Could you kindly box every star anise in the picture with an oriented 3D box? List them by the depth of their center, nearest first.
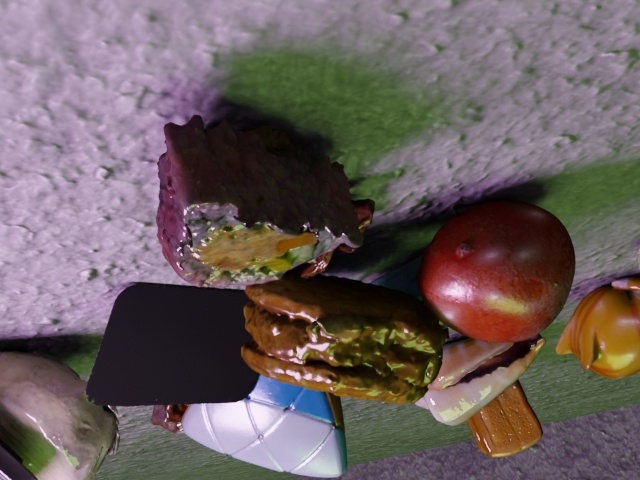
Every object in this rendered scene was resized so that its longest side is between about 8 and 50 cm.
[{"bbox_3d":[0.000,0.000,1.003,0.097,0.070,0.191,-10,165,-8],"label":"star anise"},{"bbox_3d":[-0.162,0.260,1.632,0.220,0.099,0.214,-7,175,-24],"label":"star anise"}]

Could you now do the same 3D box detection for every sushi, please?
[{"bbox_3d":[-0.080,-0.025,0.819,0.161,0.108,0.241,-25,162,32],"label":"sushi"}]

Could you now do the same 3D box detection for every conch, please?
[{"bbox_3d":[0.269,0.217,1.728,0.255,0.127,0.158,-35,126,6],"label":"conch"}]

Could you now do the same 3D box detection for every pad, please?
[{"bbox_3d":[-0.204,0.192,1.257,0.250,0.055,0.323,7,129,-41],"label":"pad"}]

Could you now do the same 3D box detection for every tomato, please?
[{"bbox_3d":[0.196,0.034,1.054,0.167,0.167,0.167,-9,161,-3],"label":"tomato"}]

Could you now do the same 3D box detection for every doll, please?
[{"bbox_3d":[0.516,0.134,1.516,0.269,0.162,0.166,2,175,-5],"label":"doll"}]

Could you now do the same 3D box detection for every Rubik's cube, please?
[{"bbox_3d":[-0.088,0.214,1.427,0.254,0.255,0.254,-9,161,-3],"label":"Rubik's cube"}]

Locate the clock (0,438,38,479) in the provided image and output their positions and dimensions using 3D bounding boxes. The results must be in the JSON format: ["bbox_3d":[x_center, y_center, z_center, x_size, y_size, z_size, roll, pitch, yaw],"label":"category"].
[{"bbox_3d":[-0.492,0.255,1.270,0.049,0.279,0.273,-51,-171,-37],"label":"clock"}]

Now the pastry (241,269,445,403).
[{"bbox_3d":[0.028,0.118,1.117,0.240,0.132,0.235,6,-171,-34],"label":"pastry"}]

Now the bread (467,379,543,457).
[{"bbox_3d":[0.325,0.306,1.839,0.115,0.200,0.077,-19,162,-11],"label":"bread"}]

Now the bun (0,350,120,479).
[{"bbox_3d":[-0.377,0.232,1.316,0.239,0.141,0.239,17,141,15],"label":"bun"}]

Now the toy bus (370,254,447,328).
[{"bbox_3d":[0.137,0.073,1.253,0.109,0.091,0.261,11,151,-33],"label":"toy bus"}]

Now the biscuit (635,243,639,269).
[{"bbox_3d":[0.502,-0.003,1.277,0.147,0.046,0.250,-8,160,-9],"label":"biscuit"}]

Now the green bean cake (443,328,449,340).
[{"bbox_3d":[0.112,0.129,1.441,0.135,0.056,0.135,-16,162,17],"label":"green bean cake"}]
